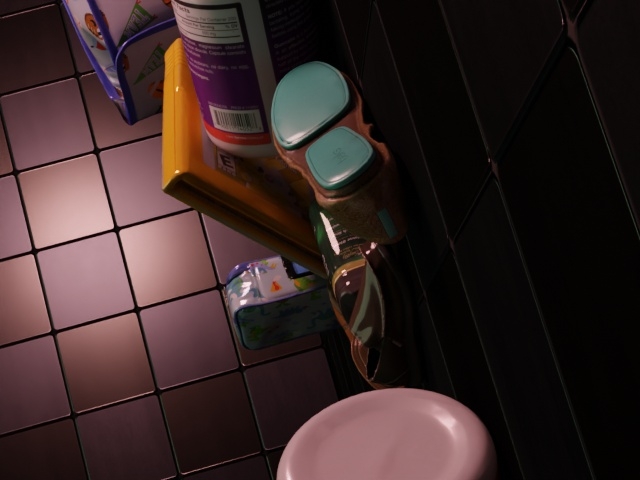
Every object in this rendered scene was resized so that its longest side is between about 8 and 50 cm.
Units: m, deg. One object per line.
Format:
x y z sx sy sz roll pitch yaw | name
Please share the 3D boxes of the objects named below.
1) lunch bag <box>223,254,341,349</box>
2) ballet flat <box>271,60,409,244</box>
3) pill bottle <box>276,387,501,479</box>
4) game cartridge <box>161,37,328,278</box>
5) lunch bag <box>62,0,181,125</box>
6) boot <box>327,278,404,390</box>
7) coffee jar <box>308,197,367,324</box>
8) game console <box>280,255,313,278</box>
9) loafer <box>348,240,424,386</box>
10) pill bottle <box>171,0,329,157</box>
-0.036 0.088 1.914 0.176 0.219 0.090 81 173 -60 | lunch bag
0.028 -0.090 1.365 0.124 0.116 0.342 55 -178 -29 | ballet flat
0.091 0.346 1.228 0.210 0.210 0.363 -112 8 -59 | pill bottle
-0.097 -0.123 1.751 0.285 0.052 0.324 29 -146 -29 | game cartridge
-0.270 -0.433 2.149 0.239 0.328 0.385 29 143 62 | lunch bag
0.079 0.141 1.721 0.197 0.073 0.152 65 -178 25 | boot
0.043 0.024 1.590 0.096 0.079 0.184 72 179 -46 | coffee jar
0.000 0.000 1.788 0.071 0.122 0.107 94 161 -75 | game console
0.072 0.094 1.472 0.080 0.078 0.220 -113 8 -60 | loafer
-0.090 -0.279 1.571 0.181 0.181 0.323 -111 8 -54 | pill bottle
